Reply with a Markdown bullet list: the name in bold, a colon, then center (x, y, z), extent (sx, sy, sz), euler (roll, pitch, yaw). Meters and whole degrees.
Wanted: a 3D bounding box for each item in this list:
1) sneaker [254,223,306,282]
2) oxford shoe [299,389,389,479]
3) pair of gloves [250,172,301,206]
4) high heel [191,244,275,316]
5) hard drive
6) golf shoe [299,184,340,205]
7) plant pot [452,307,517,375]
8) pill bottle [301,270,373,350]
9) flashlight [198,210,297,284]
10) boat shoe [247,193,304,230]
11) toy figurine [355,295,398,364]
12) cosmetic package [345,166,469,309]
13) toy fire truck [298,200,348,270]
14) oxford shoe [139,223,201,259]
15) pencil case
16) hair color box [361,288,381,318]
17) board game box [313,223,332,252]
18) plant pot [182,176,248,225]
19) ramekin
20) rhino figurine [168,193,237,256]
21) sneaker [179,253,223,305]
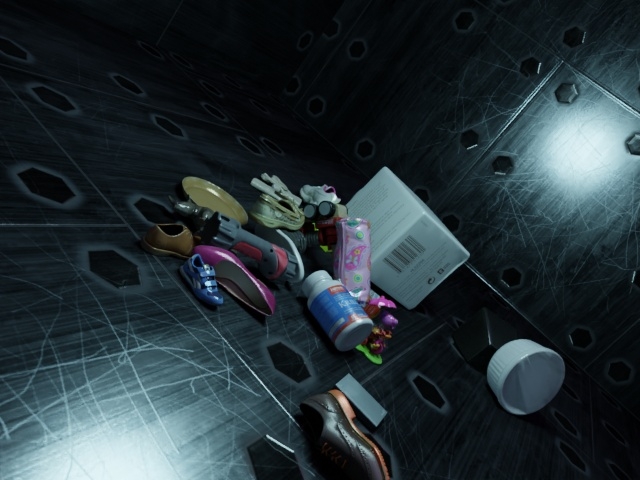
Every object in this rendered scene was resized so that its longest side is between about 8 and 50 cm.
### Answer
- **sneaker**: center (-0.086, 0.033, 1.689), extent (0.147, 0.104, 0.296), euler (16, 24, -40)
- **oxford shoe**: center (0.044, 0.420, 1.066), extent (0.098, 0.097, 0.271), euler (-1, 34, -33)
- **pair of gloves**: center (-0.172, -0.205, 2.208), extent (0.204, 0.042, 0.240), euler (38, 17, 0)
- **high heel**: center (-0.212, 0.102, 1.328), extent (0.244, 0.082, 0.117), euler (43, 5, -28)
- **hard drive**: center (0.096, 0.391, 1.312), extent (0.135, 0.022, 0.094), euler (44, 18, 14)
- **golf shoe**: center (0.002, -0.183, 2.305), extent (0.115, 0.140, 0.306), euler (39, 9, -30)
- **plant pot**: center (0.648, 0.411, 2.100), extent (0.188, 0.187, 0.167), euler (35, 30, -13)
- **pill bottle**: center (0.040, 0.191, 1.522), extent (0.124, 0.124, 0.221), euler (15, 29, -51)
- **flashlight**: center (-0.192, 0.031, 1.450), extent (0.304, 0.103, 0.103), euler (27, 41, -47)
- **boat shoe**: center (-0.118, -0.093, 1.691), extent (0.104, 0.089, 0.285), euler (30, 14, 18)
- **toy figurine**: center (0.164, 0.245, 1.574), extent (0.173, 0.159, 0.130), euler (48, 20, 24)
- **cosmetic package**: center (0.305, -0.014, 2.142), extent (0.327, 0.329, 0.394), euler (36, 16, -34)
- **toy fire truck**: center (0.000, 0.000, 1.879), extent (0.158, 0.217, 0.246), euler (6, 79, -60)
- **oxford shoe**: center (-0.340, -0.002, 1.339), extent (0.076, 0.076, 0.212), euler (44, 17, 23)
- **pencil case**: center (0.098, 0.072, 1.719), extent (0.124, 0.284, 0.124), euler (4, -11, 1)
- **hair color box**: center (0.132, 0.181, 1.842), extent (0.167, 0.053, 0.093), euler (38, 19, 2)
- **board game box**: center (-0.002, -0.029, 2.104), extent (0.181, 0.043, 0.092), euler (47, 19, 24)
- **plant pot**: center (-0.334, -0.113, 1.689), extent (0.236, 0.032, 0.236), euler (33, 18, -13)
- **ramekin**: center (0.729, 0.482, 1.950), extent (0.273, 0.273, 0.127), euler (29, 8, -27)
- **rhino figurine**: center (-0.320, -0.052, 1.503), extent (0.243, 0.073, 0.106), euler (33, 22, -11)
- **sneaker**: center (-0.272, 0.092, 1.263), extent (0.144, 0.059, 0.053), euler (46, 17, 20)
